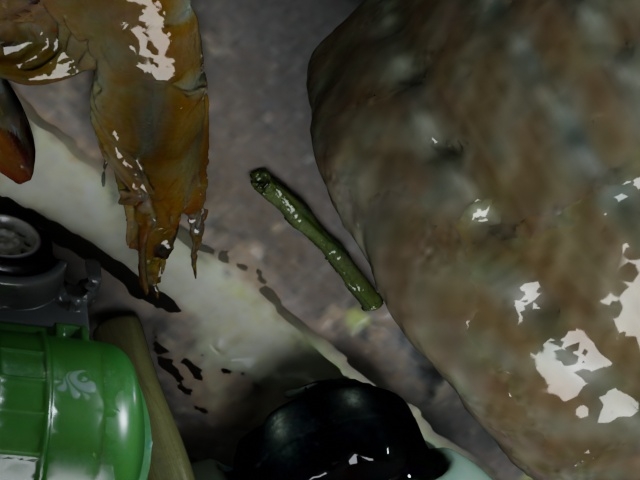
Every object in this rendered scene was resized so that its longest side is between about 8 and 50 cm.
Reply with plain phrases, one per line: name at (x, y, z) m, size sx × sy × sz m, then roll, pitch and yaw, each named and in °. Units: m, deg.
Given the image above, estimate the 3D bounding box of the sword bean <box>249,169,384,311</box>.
sword bean at (0.000, 0.000, 0.680) m, size 0.012 × 0.012 × 0.083 m, roll -33°, pitch 124°, yaw 13°

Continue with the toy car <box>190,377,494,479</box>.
toy car at (-0.024, 0.189, 0.708) m, size 0.255 × 0.188 × 0.190 m, roll -21°, pitch 144°, yaw -6°

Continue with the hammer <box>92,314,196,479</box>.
hammer at (-0.052, 0.111, 0.637) m, size 0.062 × 0.199 × 0.013 m, roll -20°, pitch 148°, yaw -5°

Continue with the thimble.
thimble at (0.100, -0.024, 0.551) m, size 0.148 × 0.229 × 0.196 m, roll -35°, pitch 110°, yaw 16°

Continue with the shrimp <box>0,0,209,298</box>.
shrimp at (-0.086, -0.041, 0.611) m, size 0.095 × 0.045 × 0.162 m, roll -8°, pitch 129°, yaw -6°

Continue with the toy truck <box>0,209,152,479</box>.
toy truck at (-0.182, 0.051, 0.608) m, size 0.242 × 0.125 × 0.101 m, roll 9°, pitch 124°, yaw -16°
